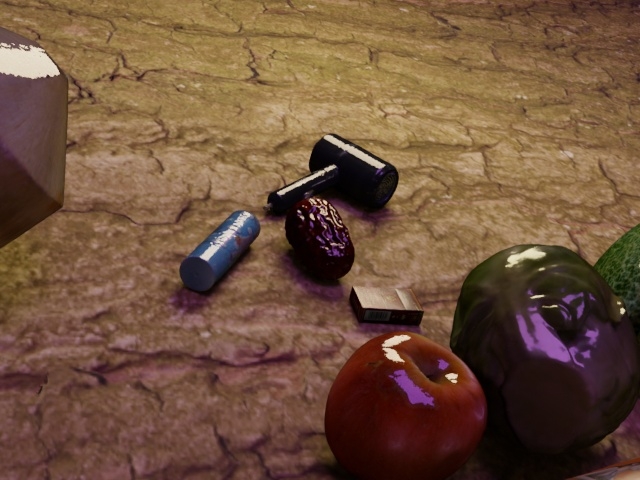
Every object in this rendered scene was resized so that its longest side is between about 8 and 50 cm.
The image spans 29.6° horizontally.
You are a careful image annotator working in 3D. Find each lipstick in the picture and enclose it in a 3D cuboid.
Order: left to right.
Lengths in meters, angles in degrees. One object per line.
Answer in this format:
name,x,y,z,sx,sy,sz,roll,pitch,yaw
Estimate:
lipstick,-0.123,0.010,1.513,0.048,0.048,0.158,19,28,11

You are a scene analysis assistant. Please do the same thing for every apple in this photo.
apple,0.082,0.174,1.213,0.163,0.139,0.163,22,28,-12

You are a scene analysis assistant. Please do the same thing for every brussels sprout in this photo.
brussels sprout,0.239,0.116,1.295,0.244,0.244,0.244,11,28,-6

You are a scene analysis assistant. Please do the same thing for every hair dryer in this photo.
hair dryer,0.000,-0.077,1.721,0.124,0.071,0.219,32,40,31

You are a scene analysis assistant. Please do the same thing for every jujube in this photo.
jujube,0.000,0.000,1.567,0.077,0.077,0.129,-1,42,-26

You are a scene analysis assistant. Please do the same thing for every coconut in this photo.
coconut,-0.416,-0.118,1.314,0.323,0.323,0.323,11,28,-6

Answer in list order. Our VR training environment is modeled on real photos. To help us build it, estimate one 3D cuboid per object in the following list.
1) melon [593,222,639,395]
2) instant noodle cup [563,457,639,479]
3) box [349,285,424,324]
melon,0.457,0.061,1.526,0.343,0.226,0.331,-10,-4,-38
instant noodle cup,0.261,0.293,0.931,0.214,0.296,0.296,-5,32,-17
box,0.081,0.080,1.500,0.082,0.023,0.051,4,30,-17
